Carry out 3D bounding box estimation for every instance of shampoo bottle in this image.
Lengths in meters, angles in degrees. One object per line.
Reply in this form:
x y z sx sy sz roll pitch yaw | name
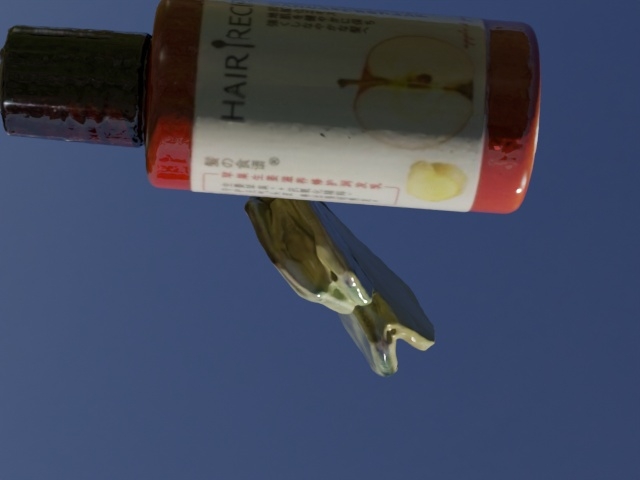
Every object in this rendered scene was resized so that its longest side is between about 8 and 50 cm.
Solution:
-0.029 -0.074 0.922 0.104 0.278 0.104 -176 -90 -88 | shampoo bottle

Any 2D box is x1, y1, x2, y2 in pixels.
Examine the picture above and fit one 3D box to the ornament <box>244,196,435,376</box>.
0.000 0.000 1.275 0.059 0.201 0.180 -35 -126 6 | ornament
